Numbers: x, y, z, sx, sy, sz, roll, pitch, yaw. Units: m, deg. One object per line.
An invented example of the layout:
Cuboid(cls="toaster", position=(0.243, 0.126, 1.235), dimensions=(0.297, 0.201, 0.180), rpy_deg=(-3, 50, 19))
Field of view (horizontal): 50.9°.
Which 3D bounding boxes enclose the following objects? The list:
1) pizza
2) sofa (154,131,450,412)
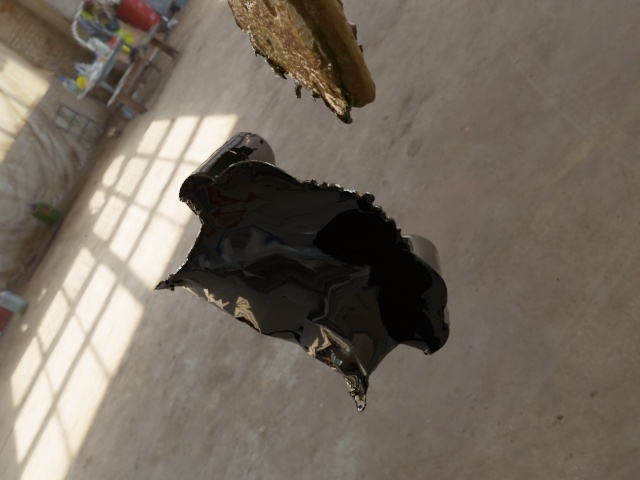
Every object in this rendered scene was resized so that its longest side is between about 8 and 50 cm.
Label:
Cuboid(cls="pizza", position=(-0.039, -0.253, 0.712), dimensions=(0.081, 0.289, 0.229), rpy_deg=(-40, 8, -11))
Cuboid(cls="sofa", position=(0.000, 0.000, 0.644), dimensions=(0.182, 0.258, 0.200), rpy_deg=(-57, 6, 20))
